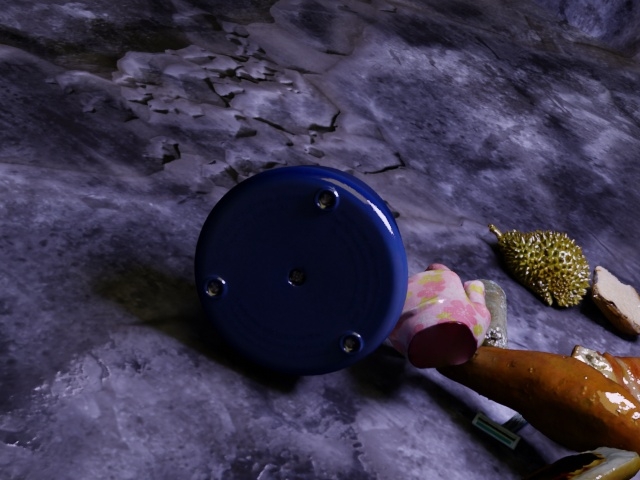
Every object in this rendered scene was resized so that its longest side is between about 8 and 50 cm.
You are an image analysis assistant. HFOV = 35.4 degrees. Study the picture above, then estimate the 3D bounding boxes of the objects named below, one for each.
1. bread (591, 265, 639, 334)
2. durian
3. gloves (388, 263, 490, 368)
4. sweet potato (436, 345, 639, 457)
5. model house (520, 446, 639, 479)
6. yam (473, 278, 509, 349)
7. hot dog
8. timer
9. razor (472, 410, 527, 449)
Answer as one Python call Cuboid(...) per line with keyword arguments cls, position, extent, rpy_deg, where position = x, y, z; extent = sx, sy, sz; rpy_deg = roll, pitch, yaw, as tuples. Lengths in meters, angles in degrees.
Cuboid(cls="bread", position=(0.512, 0.107, 1.744), extent=(0.126, 0.044, 0.129), rpy_deg=(39, 33, -9))
Cuboid(cls="durian", position=(0.387, 0.019, 1.755), extent=(0.208, 0.102, 0.146), rpy_deg=(34, 38, 21))
Cuboid(cls="gloves", position=(0.155, 0.093, 1.401), extent=(0.126, 0.145, 0.241), rpy_deg=(50, 11, -23))
Cuboid(cls="sweet potato", position=(0.323, 0.210, 1.322), extent=(0.359, 0.112, 0.112), rpy_deg=(29, 30, 27))
Cuboid(cls="model house", position=(0.312, 0.364, 1.122), extent=(0.268, 0.173, 0.239), rpy_deg=(-10, 77, -41))
Cuboid(cls="yam", position=(0.246, 0.126, 1.518), extent=(0.078, 0.078, 0.179), rpy_deg=(24, 30, -2))
Cuboid(cls="hot dog", position=(0.417, 0.228, 1.452), extent=(0.213, 0.103, 0.146), rpy_deg=(18, 50, -30))
Cuboid(cls="timer", position=(0.000, 0.000, 1.408), extent=(0.270, 0.270, 0.383), rpy_deg=(26, 17, 2))
Cuboid(cls="razor", position=(0.287, 0.241, 1.407), extent=(0.068, 0.037, 0.191), rpy_deg=(31, 31, 29))
